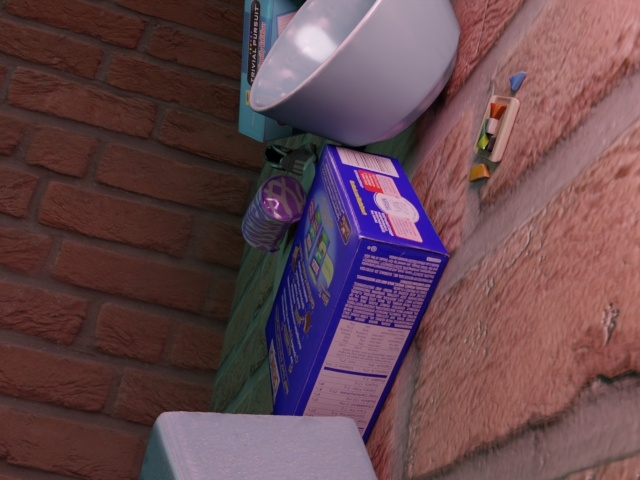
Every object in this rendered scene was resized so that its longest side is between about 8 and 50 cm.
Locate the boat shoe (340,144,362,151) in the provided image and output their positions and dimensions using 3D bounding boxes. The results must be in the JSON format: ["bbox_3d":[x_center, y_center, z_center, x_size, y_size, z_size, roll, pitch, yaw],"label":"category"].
[{"bbox_3d":[0.065,-0.204,1.478,0.152,0.056,0.049,126,152,-64],"label":"boat shoe"}]

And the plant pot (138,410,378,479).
[{"bbox_3d":[-0.058,0.360,0.848,0.252,0.247,0.248,53,130,55],"label":"plant pot"}]

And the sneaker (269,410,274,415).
[{"bbox_3d":[-0.051,0.366,1.255,0.106,0.101,0.267,52,129,50],"label":"sneaker"}]

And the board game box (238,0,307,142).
[{"bbox_3d":[-0.025,-0.370,1.496,0.079,0.254,0.336,28,123,39],"label":"board game box"}]

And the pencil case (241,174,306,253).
[{"bbox_3d":[-0.081,-0.041,1.370,0.206,0.086,0.088,127,122,-70],"label":"pencil case"}]

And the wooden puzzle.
[{"bbox_3d":[0.180,-0.116,0.837,0.078,0.014,0.116,-142,68,-79],"label":"wooden puzzle"}]

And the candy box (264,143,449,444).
[{"bbox_3d":[0.028,0.075,1.046,0.268,0.122,0.317,-105,31,-59],"label":"candy box"}]

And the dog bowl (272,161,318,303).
[{"bbox_3d":[0.000,0.000,1.400,0.265,0.104,0.265,-165,90,-80],"label":"dog bowl"}]

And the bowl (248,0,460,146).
[{"bbox_3d":[0.065,-0.249,1.074,0.311,0.163,0.311,-42,25,25],"label":"bowl"}]

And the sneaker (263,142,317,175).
[{"bbox_3d":[-0.084,-0.225,2.111,0.228,0.132,0.086,-117,43,-75],"label":"sneaker"}]
